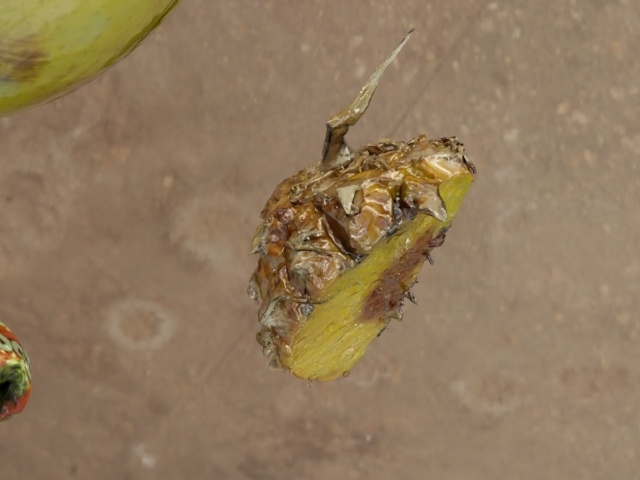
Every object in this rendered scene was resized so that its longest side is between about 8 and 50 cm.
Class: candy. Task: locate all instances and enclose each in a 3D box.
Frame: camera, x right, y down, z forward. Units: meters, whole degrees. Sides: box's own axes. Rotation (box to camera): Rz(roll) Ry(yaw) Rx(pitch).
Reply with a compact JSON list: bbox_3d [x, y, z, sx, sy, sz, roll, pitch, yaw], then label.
[{"bbox_3d":[-0.207,0.056,0.621,0.184,0.049,0.055,-1,137,18],"label":"candy"}]

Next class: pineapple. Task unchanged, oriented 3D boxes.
[{"bbox_3d":[-0.003,-0.004,1.236,0.161,0.158,0.334,-17,157,-33],"label":"pineapple"}]

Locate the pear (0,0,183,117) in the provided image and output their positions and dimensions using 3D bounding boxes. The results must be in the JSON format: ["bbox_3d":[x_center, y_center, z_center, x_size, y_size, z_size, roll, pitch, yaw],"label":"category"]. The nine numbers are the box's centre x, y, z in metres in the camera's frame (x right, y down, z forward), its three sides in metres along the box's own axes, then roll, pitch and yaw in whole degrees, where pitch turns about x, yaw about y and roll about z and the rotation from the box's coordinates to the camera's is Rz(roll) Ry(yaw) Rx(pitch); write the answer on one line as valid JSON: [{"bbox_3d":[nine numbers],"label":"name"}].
[{"bbox_3d":[-0.155,-0.185,0.607,0.283,0.283,0.284,2,128,2],"label":"pear"}]
